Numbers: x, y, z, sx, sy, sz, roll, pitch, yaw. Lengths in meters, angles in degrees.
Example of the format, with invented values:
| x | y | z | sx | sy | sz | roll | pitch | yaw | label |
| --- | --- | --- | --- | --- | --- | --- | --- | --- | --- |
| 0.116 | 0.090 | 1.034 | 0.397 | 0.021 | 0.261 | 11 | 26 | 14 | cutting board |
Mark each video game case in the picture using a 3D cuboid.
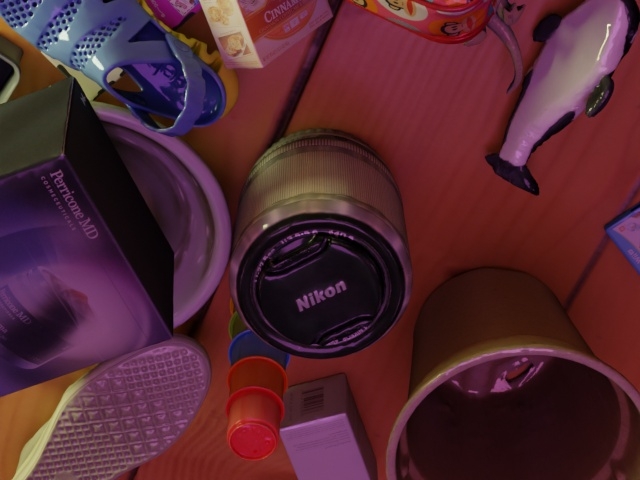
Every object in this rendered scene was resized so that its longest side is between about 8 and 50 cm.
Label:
| x | y | z | sx | sy | sz | roll | pitch | yaw | label |
| --- | --- | --- | --- | --- | --- | --- | --- | --- | --- |
| 0.493 | -0.022 | 1.615 | 0.166 | 0.015 | 0.119 | -36 | 113 | 17 | video game case |

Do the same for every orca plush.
| x | y | z | sx | sy | sz | roll | pitch | yaw | label |
| --- | --- | --- | --- | --- | --- | --- | --- | --- | --- |
| 0.330 | -0.186 | 1.482 | 0.102 | 0.151 | 0.287 | 0 | 120 | -36 | orca plush |

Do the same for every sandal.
| x | y | z | sx | sy | sz | roll | pitch | yaw | label |
| --- | --- | --- | --- | --- | --- | --- | --- | --- | --- |
| -0.236 | -0.223 | 1.358 | 0.317 | 0.138 | 0.126 | 28 | 117 | -15 | sandal |

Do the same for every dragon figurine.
| x | y | z | sx | sy | sz | roll | pitch | yaw | label |
| --- | --- | --- | --- | --- | --- | --- | --- | --- | --- |
| 0.175 | -0.313 | 1.419 | 0.085 | 0.144 | 0.289 | -36 | 132 | 15 | dragon figurine |

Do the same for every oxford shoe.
| x | y | z | sx | sy | sz | roll | pitch | yaw | label |
| --- | --- | --- | --- | --- | --- | --- | --- | --- | --- |
| -0.318 | 0.274 | 1.701 | 0.169 | 0.130 | 0.449 | 35 | 116 | -15 | oxford shoe |

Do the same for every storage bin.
| x | y | z | sx | sy | sz | roll | pitch | yaw | label |
| --- | --- | --- | --- | --- | --- | --- | --- | --- | --- |
| -0.436 | -0.203 | 1.472 | 0.098 | 0.091 | 0.135 | 33 | 112 | -16 | storage bin |

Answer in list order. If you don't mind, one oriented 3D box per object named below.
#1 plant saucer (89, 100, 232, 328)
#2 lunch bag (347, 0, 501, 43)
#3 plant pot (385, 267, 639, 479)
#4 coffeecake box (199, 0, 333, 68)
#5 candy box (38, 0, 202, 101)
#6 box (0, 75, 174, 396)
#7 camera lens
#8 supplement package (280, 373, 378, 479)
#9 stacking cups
| x | y | z | sx | sy | sz | roll | pitch | yaw | label |
| --- | --- | --- | --- | --- | --- | --- | --- | --- | --- |
| -0.318 | -0.028 | 1.540 | 0.400 | 0.100 | 0.400 | -4 | 128 | -5 | plant saucer |
| 0.114 | -0.384 | 1.279 | 0.258 | 0.120 | 0.293 | 27 | 83 | 15 | lunch bag |
| 0.243 | 0.201 | 1.568 | 0.334 | 0.305 | 0.334 | 0 | 118 | -1 | plant pot |
| -0.078 | -0.317 | 1.380 | 0.068 | 0.142 | 0.185 | 6 | 127 | 43 | coffeecake box |
| -0.249 | -0.305 | 1.430 | 0.233 | 0.071 | 0.159 | -36 | 113 | 16 | candy box |
| -0.363 | 0.009 | 1.389 | 0.294 | 0.183 | 0.296 | -20 | 127 | 7 | box |
| 0.000 | 0.000 | 1.478 | 0.219 | 0.274 | 0.219 | 0 | 118 | 0 | camera lens |
| 0.014 | 0.307 | 1.737 | 0.105 | 0.105 | 0.179 | -16 | 116 | 8 | supplement package |
| -0.088 | 0.162 | 1.541 | 0.096 | 0.316 | 0.096 | 1 | 117 | 1 | stacking cups |
